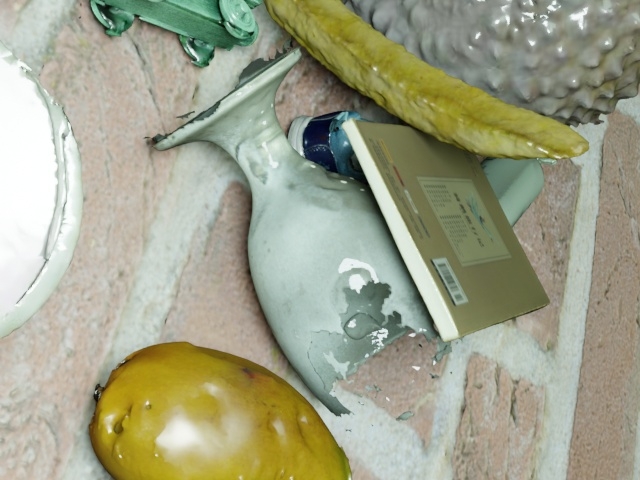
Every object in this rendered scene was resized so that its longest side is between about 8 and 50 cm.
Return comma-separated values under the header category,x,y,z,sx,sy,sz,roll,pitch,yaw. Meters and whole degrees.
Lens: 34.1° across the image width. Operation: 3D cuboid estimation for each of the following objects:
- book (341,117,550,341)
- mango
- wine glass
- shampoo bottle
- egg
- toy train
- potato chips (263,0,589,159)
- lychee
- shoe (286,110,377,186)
category,x,y,z,sx,sy,sz,roll,pitch,yaw
book,0.136,-0.016,1.040,0.310,0.021,0.217,-4,66,-63
mango,-0.078,0.178,0.898,0.249,0.151,0.156,35,22,-27
wine glass,-0.001,-0.003,1.009,0.190,0.190,0.357,-40,101,-42
shampoo bottle,0.207,-0.047,1.272,0.262,0.085,0.085,-43,107,-46
egg,-0.323,-0.033,0.735,0.286,0.174,0.264,-23,97,-18
toy train,-0.146,-0.254,1.019,0.200,0.083,0.132,14,56,-48
potato chips,0.074,-0.173,1.030,0.407,0.080,0.057,37,48,16
lychee,0.213,-0.292,1.157,0.432,0.380,0.380,25,58,-62
shoe,0.060,-0.080,1.141,0.207,0.106,0.091,27,62,-41
